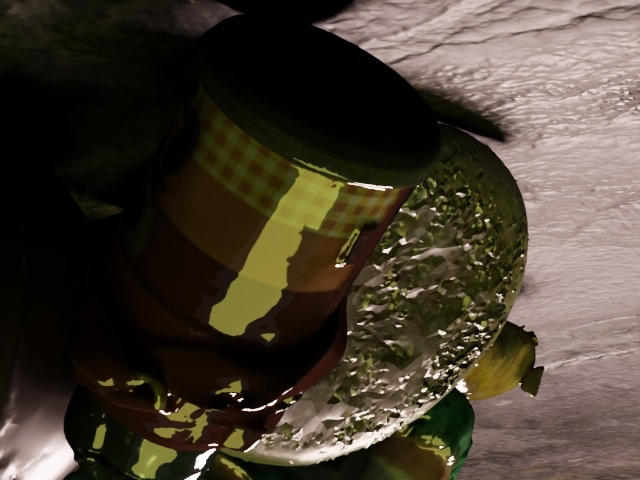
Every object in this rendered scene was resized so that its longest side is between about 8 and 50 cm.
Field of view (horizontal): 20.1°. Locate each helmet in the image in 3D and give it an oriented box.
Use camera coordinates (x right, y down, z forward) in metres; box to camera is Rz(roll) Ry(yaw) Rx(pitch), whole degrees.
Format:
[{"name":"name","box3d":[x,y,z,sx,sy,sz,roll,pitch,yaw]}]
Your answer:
[{"name":"helmet","box3d":[-0.205,0.043,1.069,0.177,0.225,0.305,-31,143,0]}]

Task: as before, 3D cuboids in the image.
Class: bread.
[{"name":"bread","box3d":[0.020,0.041,1.117,0.267,0.040,0.267,-19,134,-21]}]

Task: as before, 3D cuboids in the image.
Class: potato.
[{"name":"potato","box3d":[0.089,0.081,1.440,0.117,0.090,0.225,-9,159,41]}]

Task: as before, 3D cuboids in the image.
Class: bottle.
[{"name":"bottle","box3d":[-0.053,0.026,0.941,0.156,0.143,0.271,4,126,-40]}]

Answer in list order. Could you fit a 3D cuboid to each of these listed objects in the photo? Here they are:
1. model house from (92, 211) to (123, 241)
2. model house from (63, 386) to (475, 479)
[{"name":"model house","box3d":[-0.085,0.022,1.172,0.117,0.167,0.088,-21,155,-47]},{"name":"model house","box3d":[-0.078,0.202,1.298,0.267,0.325,0.194,32,165,6]}]
